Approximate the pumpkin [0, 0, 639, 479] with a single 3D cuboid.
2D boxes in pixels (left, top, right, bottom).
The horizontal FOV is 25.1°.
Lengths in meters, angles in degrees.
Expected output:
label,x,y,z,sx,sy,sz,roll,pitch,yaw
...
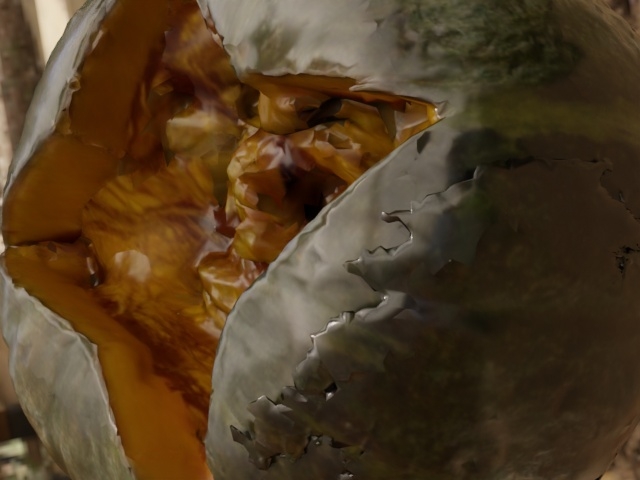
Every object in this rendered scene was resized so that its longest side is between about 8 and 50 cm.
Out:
label,x,y,z,sx,sy,sz,roll,pitch,yaw
pumpkin,0.000,0.000,0.595,0.320,0.192,0.321,-11,74,44
